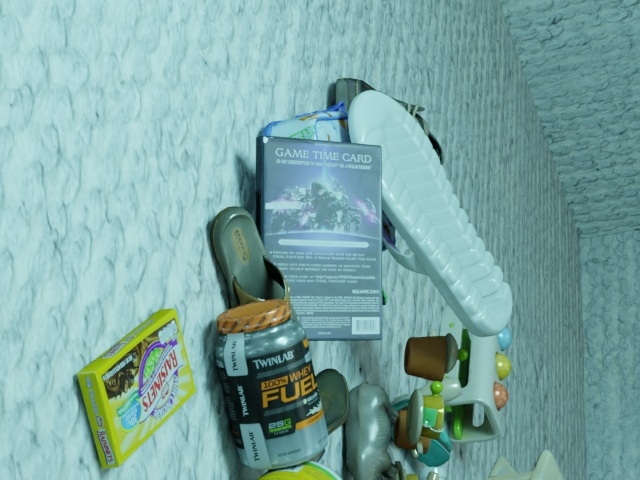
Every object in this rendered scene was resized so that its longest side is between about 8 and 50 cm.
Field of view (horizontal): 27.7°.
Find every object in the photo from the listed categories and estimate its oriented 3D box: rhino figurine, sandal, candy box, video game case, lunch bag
[{"bbox_3d":[0.075,0.329,1.980,0.106,0.073,0.243,56,32,-59],"label":"rhino figurine"},{"bbox_3d":[-0.073,0.057,1.663,0.090,0.060,0.219,-32,114,-37],"label":"sandal"},{"bbox_3d":[-0.191,0.153,1.383,0.206,0.027,0.105,-43,125,-67],"label":"candy box"},{"bbox_3d":[0.140,-0.025,1.943,0.416,0.102,0.169,59,38,-6],"label":"sandal"},{"bbox_3d":[0.000,0.000,1.776,0.196,0.026,0.274,2,85,-32],"label":"video game case"},{"bbox_3d":[0.016,-0.084,1.952,0.303,0.115,0.243,-17,94,-70],"label":"lunch bag"}]

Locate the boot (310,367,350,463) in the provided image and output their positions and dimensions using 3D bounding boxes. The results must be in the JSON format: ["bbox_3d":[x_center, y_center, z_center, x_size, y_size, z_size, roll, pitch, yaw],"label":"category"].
[{"bbox_3d":[-0.016,0.212,1.766,0.219,0.082,0.106,-62,142,-57],"label":"boot"}]

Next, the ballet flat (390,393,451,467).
[{"bbox_3d":[0.157,0.314,2.236,0.247,0.083,0.087,52,10,-54],"label":"ballet flat"}]

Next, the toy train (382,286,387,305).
[{"bbox_3d":[0.099,0.074,2.253,0.023,0.017,0.083,-84,157,-64],"label":"toy train"}]

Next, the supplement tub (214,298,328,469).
[{"bbox_3d":[-0.063,0.175,1.597,0.117,0.117,0.190,-37,115,-68],"label":"supplement tub"}]

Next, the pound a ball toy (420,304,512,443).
[{"bbox_3d":[0.297,0.244,2.551,0.319,0.136,0.208,-78,152,-47],"label":"pound a ball toy"}]

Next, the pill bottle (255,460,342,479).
[{"bbox_3d":[-0.056,0.350,1.504,0.246,0.136,0.136,-21,101,-70],"label":"pill bottle"}]

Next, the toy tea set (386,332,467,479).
[{"bbox_3d":[0.186,0.315,2.034,0.200,0.124,0.336,-108,-155,-77],"label":"toy tea set"}]

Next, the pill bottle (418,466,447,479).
[{"bbox_3d":[0.200,0.461,2.278,0.067,0.067,0.120,43,41,-60],"label":"pill bottle"}]

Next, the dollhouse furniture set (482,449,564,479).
[{"bbox_3d":[0.160,0.511,1.627,0.394,0.362,0.256,65,32,-16],"label":"dollhouse furniture set"}]

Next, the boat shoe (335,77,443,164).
[{"bbox_3d":[0.126,-0.204,2.283,0.355,0.130,0.132,32,51,-65],"label":"boat shoe"}]
